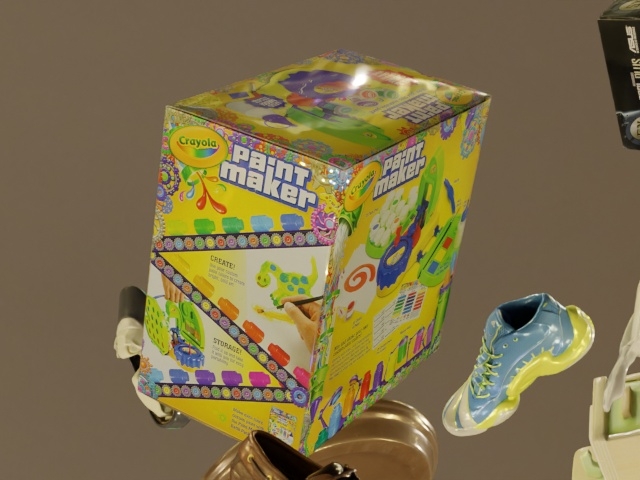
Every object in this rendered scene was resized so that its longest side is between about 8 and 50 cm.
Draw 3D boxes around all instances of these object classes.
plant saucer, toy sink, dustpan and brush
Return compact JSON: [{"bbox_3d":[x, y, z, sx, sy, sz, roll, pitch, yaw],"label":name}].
[{"bbox_3d":[-0.001,0.267,1.271,0.277,0.278,0.041,-1,-137,-25],"label":"plant saucer"},{"bbox_3d":[0.439,0.266,1.670,0.131,0.234,0.153,66,-157,-21],"label":"toy sink"},{"bbox_3d":[0.383,0.114,1.473,0.060,0.147,0.211,17,-115,2],"label":"dustpan and brush"}]

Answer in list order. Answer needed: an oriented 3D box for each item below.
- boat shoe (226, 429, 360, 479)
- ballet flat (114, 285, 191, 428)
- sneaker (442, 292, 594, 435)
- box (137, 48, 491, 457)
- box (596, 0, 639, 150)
[{"bbox_3d":[0.004,0.184,0.852,0.178,0.060,0.064,19,-170,36],"label":"boat shoe"},{"bbox_3d":[-0.229,0.159,1.632,0.074,0.074,0.203,-23,-89,-39],"label":"ballet flat"},{"bbox_3d":[0.229,0.148,1.587,0.126,0.240,0.091,41,-165,-30],"label":"sneaker"},{"bbox_3d":[0.000,0.000,1.131,0.177,0.279,0.290,21,-154,25],"label":"box"},{"bbox_3d":[0.360,-0.194,1.215,0.077,0.147,0.180,11,-138,42],"label":"box"}]
